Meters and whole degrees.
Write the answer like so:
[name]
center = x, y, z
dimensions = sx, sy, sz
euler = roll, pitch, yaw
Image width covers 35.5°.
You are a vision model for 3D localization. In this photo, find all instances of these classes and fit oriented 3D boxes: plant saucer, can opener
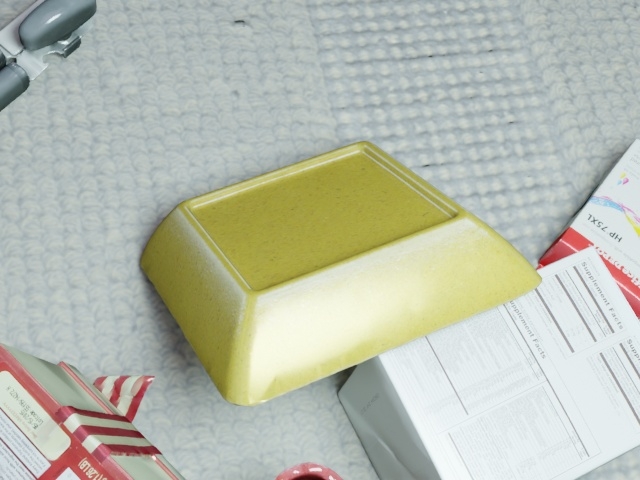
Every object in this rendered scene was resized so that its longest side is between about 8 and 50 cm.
[plant saucer]
center = 0.000, 0.000, 1.035
dimensions = 0.333, 0.080, 0.333
euler = -20, 30, -17
[can opener]
center = -0.381, -0.203, 1.165
dimensions = 0.074, 0.093, 0.280
euler = 40, 72, 7

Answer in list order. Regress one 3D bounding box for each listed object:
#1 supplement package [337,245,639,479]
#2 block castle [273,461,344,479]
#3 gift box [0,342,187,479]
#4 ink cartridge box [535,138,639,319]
[supplement package]
center = 0.190, 0.169, 1.037
dimensions = 0.263, 0.199, 0.198
euler = -22, 73, -17
[block castle]
center = -0.010, 0.461, 0.876
dimensions = 0.303, 0.213, 0.453
euler = 30, 66, 4
[gift box]
center = -0.233, 0.250, 0.900
dimensions = 0.276, 0.258, 0.255
euler = -41, 77, -8
[ink cartridge box]
center = 0.362, 0.007, 1.200
dimensions = 0.134, 0.078, 0.231
euler = 38, 67, 7
